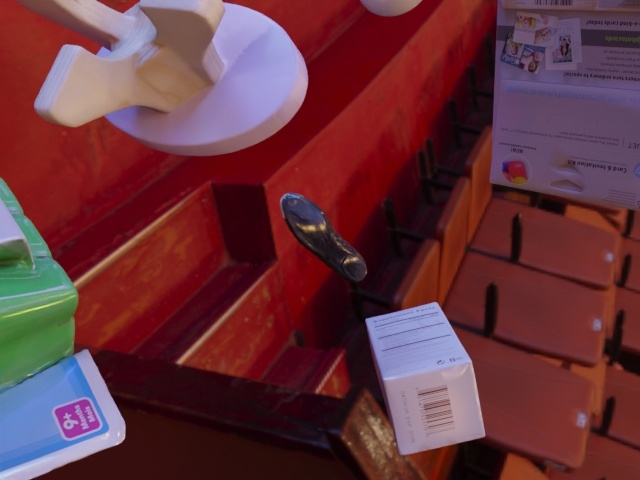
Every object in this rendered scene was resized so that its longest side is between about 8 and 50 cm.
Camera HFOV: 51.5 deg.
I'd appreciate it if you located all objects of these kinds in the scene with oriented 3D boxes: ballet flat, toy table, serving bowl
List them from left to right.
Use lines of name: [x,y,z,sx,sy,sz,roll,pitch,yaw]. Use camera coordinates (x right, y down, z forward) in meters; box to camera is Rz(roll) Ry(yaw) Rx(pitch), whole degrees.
toy table: [-0.165,-0.201,0.665,0.161,0.275,0.252,39,58,-59]
ballet flat: [0.000,0.000,0.952,0.057,0.049,0.173,-48,110,-15]
serving bowl: [0.070,-0.270,0.663,0.027,0.084,0.083,6,87,-66]

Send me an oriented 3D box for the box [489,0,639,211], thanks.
box: [0.213,-0.124,0.535,0.038,0.145,0.186,-32,127,-43]

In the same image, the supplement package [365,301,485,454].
supplement package: [0.125,0.166,0.834,0.179,0.105,0.105,-99,175,-74]

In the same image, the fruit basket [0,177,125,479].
fruit basket: [-0.337,0.042,0.368,0.353,0.327,0.165,-7,131,-44]
